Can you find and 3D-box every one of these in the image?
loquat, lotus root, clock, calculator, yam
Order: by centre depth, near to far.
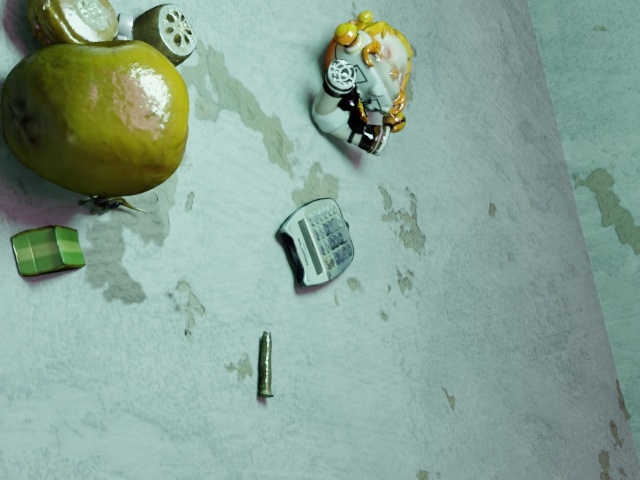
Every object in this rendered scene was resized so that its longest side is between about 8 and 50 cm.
[{"bbox_3d":[-0.354,-0.192,1.623,0.283,0.276,0.276,-10,86,-42],"label":"loquat"},{"bbox_3d":[-0.360,-0.360,1.813,0.041,0.129,0.087,11,85,-22],"label":"clock"},{"bbox_3d":[-0.298,-0.387,1.950,0.112,0.081,0.122,-34,105,-46],"label":"lotus root"},{"bbox_3d":[-0.105,0.244,2.005,0.033,0.027,0.130,14,64,-27],"label":"yam"},{"bbox_3d":[0.000,0.000,2.231,0.268,0.040,0.177,-27,100,-55],"label":"calculator"}]

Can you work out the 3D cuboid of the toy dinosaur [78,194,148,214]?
[{"bbox_3d":[-0.368,-0.064,1.755,0.180,0.058,0.037,-4,87,-67],"label":"toy dinosaur"}]

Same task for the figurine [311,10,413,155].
[{"bbox_3d":[0.099,-0.386,2.385,0.320,0.196,0.323,58,43,-38],"label":"figurine"}]

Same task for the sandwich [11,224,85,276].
[{"bbox_3d":[-0.439,0.018,1.656,0.116,0.074,0.074,30,46,-86],"label":"sandwich"}]

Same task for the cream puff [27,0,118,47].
[{"bbox_3d":[-0.426,-0.374,1.728,0.150,0.115,0.165,-45,113,-51],"label":"cream puff"}]
